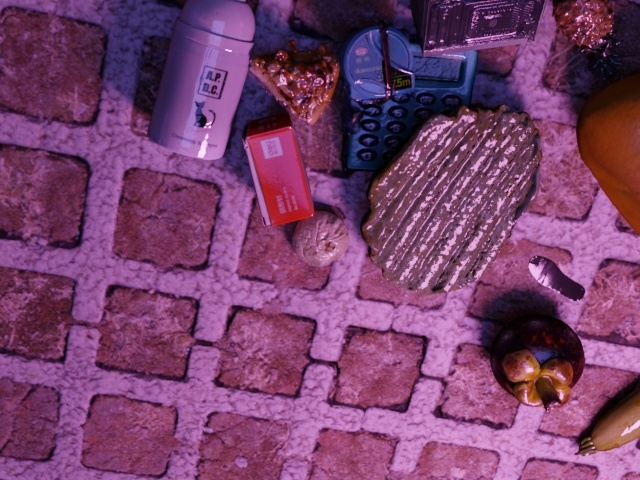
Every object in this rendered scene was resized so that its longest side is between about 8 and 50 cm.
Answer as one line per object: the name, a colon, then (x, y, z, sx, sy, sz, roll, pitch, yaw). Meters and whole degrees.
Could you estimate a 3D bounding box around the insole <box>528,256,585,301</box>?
insole: (0.498, 0.081, 1.694, 0.152, 0.002, 0.053, 30, 105, -15)

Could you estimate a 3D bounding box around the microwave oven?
microwave oven: (0.270, -0.416, 1.387, 0.208, 0.123, 0.162, -9, 153, -2)

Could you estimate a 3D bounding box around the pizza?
pizza: (-0.043, -0.291, 1.429, 0.193, 0.069, 0.154, 8, 116, -45)

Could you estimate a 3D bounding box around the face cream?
face cream: (-0.189, -0.336, 1.392, 0.145, 0.145, 0.370, 14, 110, -11)

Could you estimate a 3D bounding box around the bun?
bun: (0.000, 0.000, 1.579, 0.115, 0.069, 0.115, -1, 110, -3)

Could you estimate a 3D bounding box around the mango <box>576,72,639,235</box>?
mango: (0.680, -0.139, 1.513, 0.445, 0.232, 0.300, 34, 109, -7)

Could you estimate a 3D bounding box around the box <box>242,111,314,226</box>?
box: (-0.079, -0.132, 1.488, 0.099, 0.133, 0.182, -13, 113, 3)

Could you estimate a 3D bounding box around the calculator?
calculator: (0.159, -0.248, 1.507, 0.248, 0.058, 0.274, 4, 111, -6)

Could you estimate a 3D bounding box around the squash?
squash: (0.705, 0.383, 1.782, 0.341, 0.094, 0.094, -39, 109, 10)

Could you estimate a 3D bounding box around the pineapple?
pineapple: (0.497, -0.379, 1.471, 0.108, 0.108, 0.198, -32, 119, 7)

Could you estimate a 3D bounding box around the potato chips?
potato chips: (0.245, -0.072, 1.540, 0.358, 0.070, 0.429, 15, 119, -30)

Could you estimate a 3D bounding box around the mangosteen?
mangosteen: (0.450, 0.258, 1.643, 0.192, 0.217, 0.192, -1, 117, -2)

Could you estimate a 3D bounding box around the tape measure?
tape measure: (0.098, -0.310, 1.408, 0.125, 0.081, 0.146, -8, 107, -6)
